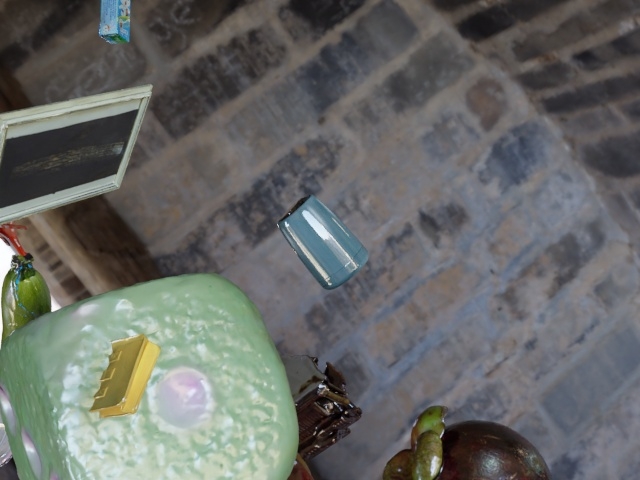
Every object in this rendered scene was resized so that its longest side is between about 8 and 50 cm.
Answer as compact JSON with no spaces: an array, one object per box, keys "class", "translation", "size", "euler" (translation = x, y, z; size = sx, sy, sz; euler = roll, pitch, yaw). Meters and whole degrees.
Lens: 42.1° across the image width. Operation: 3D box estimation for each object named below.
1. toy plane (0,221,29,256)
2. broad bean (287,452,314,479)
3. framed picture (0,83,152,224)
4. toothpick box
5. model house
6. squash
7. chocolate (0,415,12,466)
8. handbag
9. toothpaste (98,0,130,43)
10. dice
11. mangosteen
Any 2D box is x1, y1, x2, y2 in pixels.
[{"class":"toy plane","translation":[-0.582,-0.021,1.569],"size":[0.126,0.194,0.077],"euler":[-16,38,30]},{"class":"broad bean","translation":[-0.102,0.466,1.622],"size":[0.156,0.228,0.122],"euler":[-32,-24,-34]},{"class":"framed picture","translation":[-0.403,-0.132,1.325],"size":[0.293,0.018,0.231],"euler":[-27,-28,-48]},{"class":"toothpick box","translation":[0.000,0.000,1.697],"size":[0.120,0.184,0.120],"euler":[-40,9,7]},{"class":"model house","translation":[-0.032,0.439,2.183],"size":[0.317,0.282,0.297],"euler":[-40,31,15]},{"class":"squash","translation":[-0.501,0.130,1.411],"size":[0.087,0.087,0.331],"euler":[-46,-18,-44]},{"class":"chocolate","translation":[-0.781,0.405,1.914],"size":[0.221,0.147,0.221],"euler":[-28,48,35]},{"class":"handbag","translation":[-0.203,0.140,0.859],"size":[0.061,0.027,0.083],"euler":[-15,46,35]},{"class":"toothpaste","translation":[-0.489,-0.608,1.991],"size":[0.050,0.266,0.065],"euler":[-2,-7,16]},{"class":"dice","translation":[-0.246,0.238,1.148],"size":[0.318,0.322,0.330],"euler":[-15,-7,-33]},{"class":"mangosteen","translation":[0.247,0.425,1.392],"size":[0.288,0.288,0.288],"euler":[-33,11,7]}]
